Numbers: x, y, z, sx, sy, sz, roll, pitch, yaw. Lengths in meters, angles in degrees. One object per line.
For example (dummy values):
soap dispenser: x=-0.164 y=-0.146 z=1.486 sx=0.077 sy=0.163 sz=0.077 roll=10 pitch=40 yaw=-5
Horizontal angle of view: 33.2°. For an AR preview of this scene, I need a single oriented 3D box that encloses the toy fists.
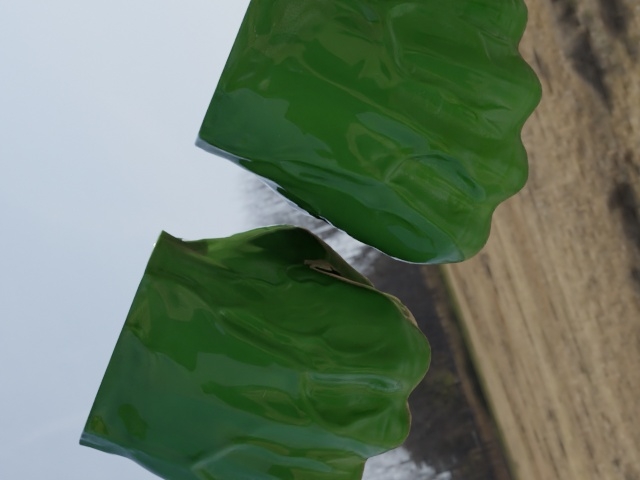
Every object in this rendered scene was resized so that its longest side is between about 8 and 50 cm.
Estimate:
toy fists: x=0.000 y=0.000 z=0.499 sx=0.096 sy=0.142 sz=0.279 roll=-103 pitch=36 yaw=-77
